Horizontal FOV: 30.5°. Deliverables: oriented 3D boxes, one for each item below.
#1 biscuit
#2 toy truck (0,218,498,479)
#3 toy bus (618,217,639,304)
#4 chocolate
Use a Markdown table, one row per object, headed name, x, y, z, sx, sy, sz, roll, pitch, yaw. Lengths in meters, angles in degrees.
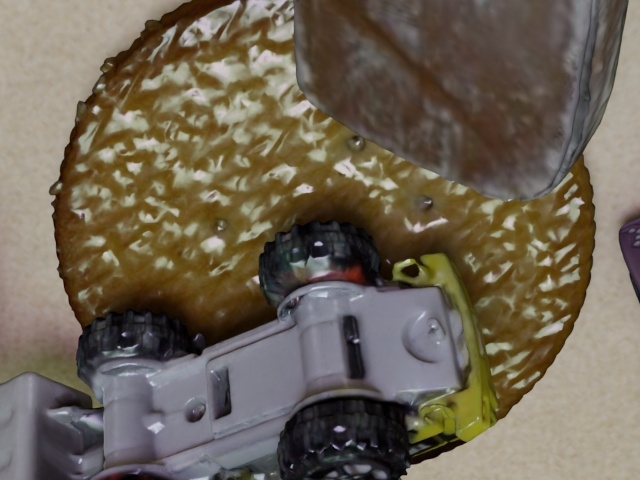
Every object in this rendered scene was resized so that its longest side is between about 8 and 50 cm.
| name | x | y | z | sx | sy | sz | roll | pitch | yaw |
| --- | --- | --- | --- | --- | --- | --- | --- | --- | --- |
| biscuit | 0.000 | 0.000 | 0.647 | 0.305 | 0.038 | 0.305 | 2 | 116 | 4 |
| toy truck | -0.049 | 0.095 | 0.606 | 0.286 | 0.136 | 0.111 | -21 | 143 | 19 |
| toy bus | 0.235 | 0.073 | 0.616 | 0.096 | 0.108 | 0.199 | -23 | 111 | 16 |
| chocolate | 0.066 | -0.141 | 0.471 | 0.157 | 0.080 | 0.254 | 30 | 145 | 28 |
